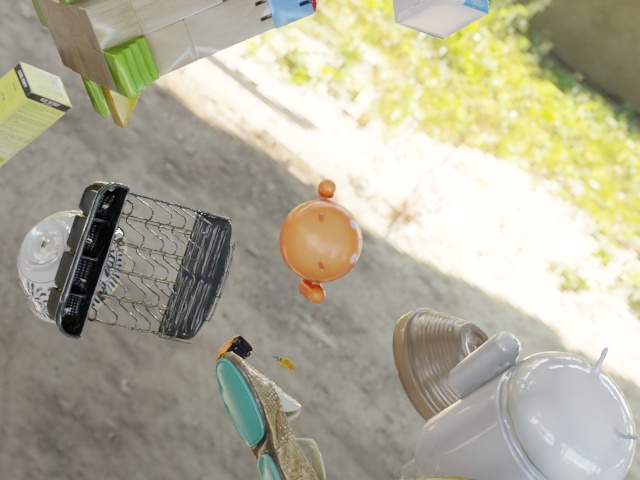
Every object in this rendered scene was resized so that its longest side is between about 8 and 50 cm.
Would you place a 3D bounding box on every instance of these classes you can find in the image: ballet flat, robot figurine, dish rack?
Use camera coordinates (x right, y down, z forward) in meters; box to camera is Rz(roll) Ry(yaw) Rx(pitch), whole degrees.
[{"bbox_3d":[-0.043,0.206,1.467,0.067,0.073,0.206,-17,78,-32],"label":"ballet flat"},{"bbox_3d":[0.264,0.274,1.840,0.200,0.353,0.300,-4,63,-47],"label":"robot figurine"},{"bbox_3d":[-0.227,0.039,1.891,0.271,0.208,0.074,15,6,-41],"label":"dish rack"},{"bbox_3d":[0.000,0.002,2.142,0.128,0.158,0.219,44,1,-1],"label":"robot figurine"}]

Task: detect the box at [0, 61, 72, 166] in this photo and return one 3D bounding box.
[{"bbox_3d":[-0.461,-0.150,1.972,0.087,0.232,0.058,17,41,-57],"label":"box"}]

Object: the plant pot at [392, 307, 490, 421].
[{"bbox_3d":[0.244,0.221,2.552,0.237,0.110,0.237,33,44,-37],"label":"plant pot"}]

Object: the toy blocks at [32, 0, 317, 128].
[{"bbox_3d":[-0.167,-0.279,1.640,0.381,0.261,0.190,30,-38,64],"label":"toy blocks"}]

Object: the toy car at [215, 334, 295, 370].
[{"bbox_3d":[-0.102,0.180,2.063,0.122,0.060,0.040,29,-10,-31],"label":"toy car"}]

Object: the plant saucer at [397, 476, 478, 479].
[{"bbox_3d":[0.045,0.388,1.676,0.333,0.332,0.081,-1,43,-13],"label":"plant saucer"}]

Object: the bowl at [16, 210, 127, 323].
[{"bbox_3d":[-0.358,0.022,1.936,0.170,0.170,0.080,55,6,36],"label":"bowl"}]

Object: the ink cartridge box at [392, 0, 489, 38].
[{"bbox_3d":[0.153,-0.356,1.862,0.092,0.090,0.143,12,65,-38],"label":"ink cartridge box"}]
